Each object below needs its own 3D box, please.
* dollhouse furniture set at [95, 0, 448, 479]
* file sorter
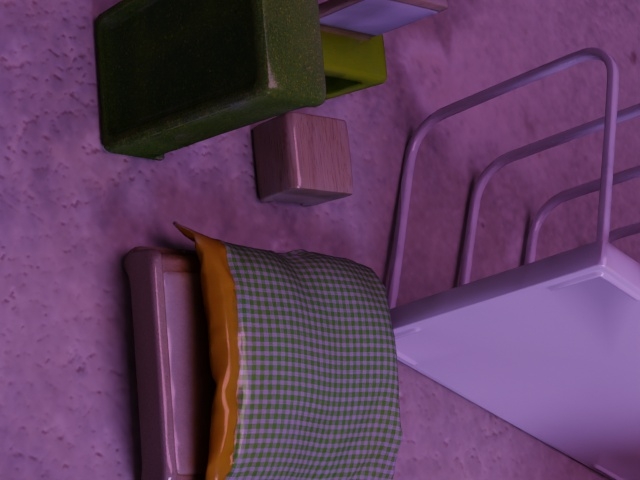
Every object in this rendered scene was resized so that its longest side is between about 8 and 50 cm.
[{"bbox_3d":[0.000,0.000,0.931,0.197,0.151,0.301,5,75,-43],"label":"dollhouse furniture set"},{"bbox_3d":[0.204,0.026,1.095,0.277,0.193,0.173,31,55,-34],"label":"file sorter"}]
